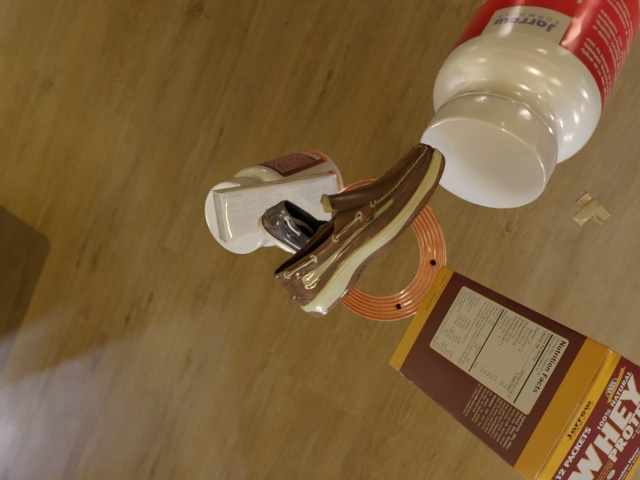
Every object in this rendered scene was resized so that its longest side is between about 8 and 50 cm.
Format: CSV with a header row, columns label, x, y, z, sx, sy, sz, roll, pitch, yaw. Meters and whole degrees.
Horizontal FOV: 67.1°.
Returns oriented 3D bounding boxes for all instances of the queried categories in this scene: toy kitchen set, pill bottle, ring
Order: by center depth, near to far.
label,x,y,z,sx,sy,sz,roll,pitch,yaw
pill bottle,0.311,-0.256,0.712,0.229,0.229,0.407,24,68,21
ring,0.135,0.023,1.131,0.337,0.032,0.336,6,102,32
toy kitchen set,0.676,-0.072,1.231,0.083,0.075,0.068,45,106,4
pill bottle,-0.118,-0.114,1.345,0.224,0.392,0.223,12,114,28

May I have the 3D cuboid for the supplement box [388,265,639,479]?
label,x,y,z,sx,sy,sz,roll,pitch,yaw
supplement box,0.222,0.146,0.516,0.194,0.191,0.129,32,95,54

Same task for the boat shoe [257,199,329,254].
label,x,y,z,sx,sy,sz,roll,pitch,yaw
boat shoe,0.000,0.000,0.784,0.065,0.206,0.075,-45,30,32

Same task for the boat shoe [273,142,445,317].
label,x,y,z,sx,sy,sz,roll,pitch,yaw
boat shoe,0.041,-0.026,0.587,0.095,0.095,0.257,38,93,-12

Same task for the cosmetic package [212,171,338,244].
label,x,y,z,sx,sy,sz,roll,pitch,yaw
cosmetic package,-0.082,-0.068,0.938,0.060,0.239,0.098,28,126,59
